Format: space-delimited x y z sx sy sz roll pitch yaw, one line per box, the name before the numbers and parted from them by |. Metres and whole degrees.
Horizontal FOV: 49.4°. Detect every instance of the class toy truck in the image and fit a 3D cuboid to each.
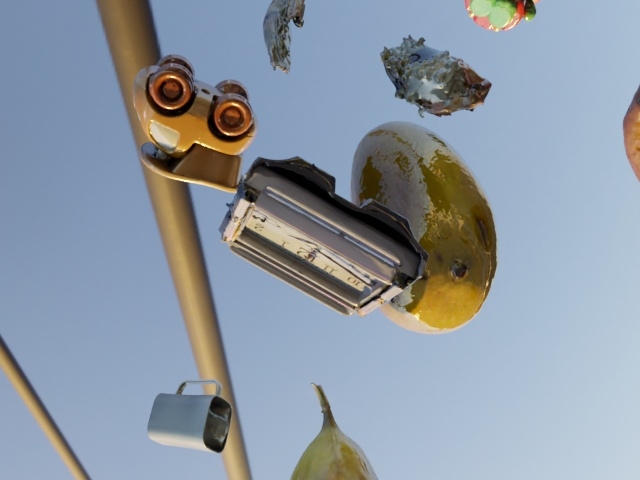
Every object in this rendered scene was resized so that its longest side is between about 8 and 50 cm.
toy truck | -0.253 -0.241 1.428 0.287 0.204 0.212 20 -72 -17

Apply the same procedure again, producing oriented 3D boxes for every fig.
fig | 0.015 0.355 1.118 0.159 0.159 0.257 13 -122 -47

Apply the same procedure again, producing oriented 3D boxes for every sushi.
sushi | 0.151 -0.242 1.033 0.103 0.226 0.097 31 -81 -36

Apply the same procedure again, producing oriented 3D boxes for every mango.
mango | 0.166 -0.040 1.250 0.220 0.445 0.302 3 -48 -18

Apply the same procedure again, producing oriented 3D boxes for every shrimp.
shrimp | -0.054 -0.363 1.151 0.047 0.126 0.224 19 -134 -27

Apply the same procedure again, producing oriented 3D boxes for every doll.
doll | 0.445 -0.624 1.596 0.363 0.182 0.160 -60 -7 -24

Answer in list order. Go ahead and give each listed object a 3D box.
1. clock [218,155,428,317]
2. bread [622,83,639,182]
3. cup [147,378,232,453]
clock | 0.000 0.000 0.888 0.253 0.186 0.083 30 -115 -6
bread | 0.644 -0.179 1.112 0.172 0.312 0.312 -27 -61 -32
cup | -0.234 0.318 1.284 0.095 0.129 0.128 56 -142 -57
